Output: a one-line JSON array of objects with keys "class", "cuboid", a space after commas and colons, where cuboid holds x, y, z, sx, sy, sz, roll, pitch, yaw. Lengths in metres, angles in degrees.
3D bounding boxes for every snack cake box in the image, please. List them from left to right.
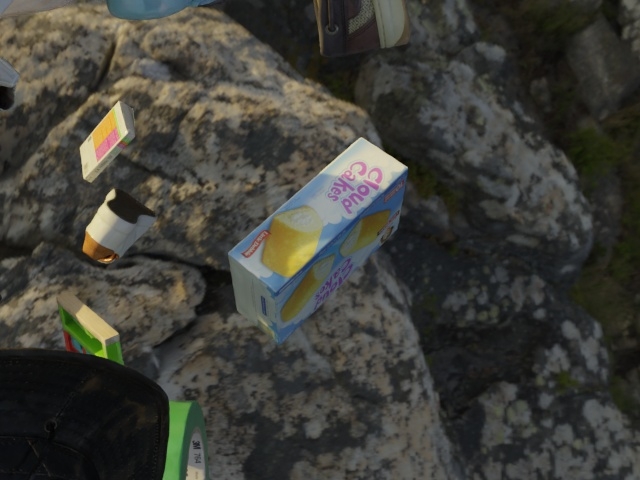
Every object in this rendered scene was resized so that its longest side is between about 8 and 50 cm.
[{"class": "snack cake box", "cuboid": [0.000, 0.000, 1.116, 0.089, 0.152, 0.264, 36, 64, 22]}]

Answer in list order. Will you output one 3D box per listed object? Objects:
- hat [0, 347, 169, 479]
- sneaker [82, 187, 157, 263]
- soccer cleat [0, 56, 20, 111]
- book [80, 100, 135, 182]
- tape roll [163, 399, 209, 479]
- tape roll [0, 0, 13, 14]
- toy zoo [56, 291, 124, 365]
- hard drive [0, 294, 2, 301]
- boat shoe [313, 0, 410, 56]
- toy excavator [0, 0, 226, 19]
[{"class": "hat", "cuboid": [-0.202, 0.213, 0.495, 0.331, 0.331, 0.134, -25, 50, -29]}, {"class": "sneaker", "cuboid": [-0.412, -0.026, 1.623, 0.106, 0.290, 0.123, 36, 97, -3]}, {"class": "soccer cleat", "cuboid": [-0.400, -0.170, 0.958, 0.076, 0.196, 0.068, 32, 67, -16]}, {"class": "book", "cuboid": [-0.429, -0.197, 1.631, 0.035, 0.144, 0.096, 28, 32, -42]}, {"class": "tape roll", "cuboid": [-0.233, 0.416, 1.283, 0.077, 0.321, 0.321, 0, 75, -1]}, {"class": "tape roll", "cuboid": [-0.408, -0.284, 0.824, 0.100, 0.286, 0.286, 49, 56, -43]}, {"class": "toy zoo", "cuboid": [-0.407, 0.259, 1.490, 0.030, 0.192, 0.293, -22, 124, -35]}, {"class": "hard drive", "cuboid": [-0.656, 0.010, 1.427, 0.054, 0.172, 0.255, -38, 80, -23]}, {"class": "boat shoe", "cuboid": [-0.003, -0.276, 0.652, 0.092, 0.103, 0.285, -21, 126, 3]}, {"class": "toy excavator", "cuboid": [-0.346, -0.427, 1.233, 0.432, 0.222, 0.445, 3, 37, -4]}]
